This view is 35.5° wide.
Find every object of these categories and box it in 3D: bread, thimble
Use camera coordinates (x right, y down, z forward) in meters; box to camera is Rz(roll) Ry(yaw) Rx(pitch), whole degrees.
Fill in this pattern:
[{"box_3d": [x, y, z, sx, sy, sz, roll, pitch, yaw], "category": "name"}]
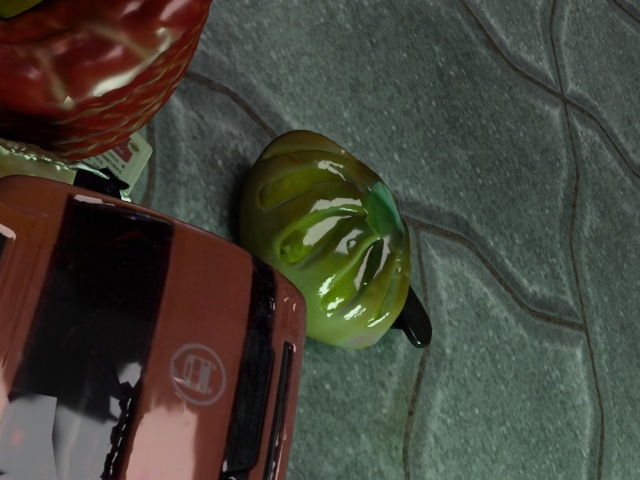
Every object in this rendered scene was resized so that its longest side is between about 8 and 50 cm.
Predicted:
[{"box_3d": [0.003, 0.013, 1.149, 0.260, 0.158, 0.156, 53, 43, -16], "category": "bread"}, {"box_3d": [-0.244, -0.240, 0.777, 0.350, 0.230, 0.349, 1, 86, -13], "category": "thimble"}]

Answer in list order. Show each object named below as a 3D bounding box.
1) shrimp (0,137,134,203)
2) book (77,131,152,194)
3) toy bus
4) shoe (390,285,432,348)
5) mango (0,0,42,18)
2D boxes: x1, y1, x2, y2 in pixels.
[{"box_3d": [-0.250, -0.019, 0.692, 0.445, 0.221, 0.109, 76, -8, -59], "category": "shrimp"}, {"box_3d": [-0.262, -0.065, 0.966, 0.162, 0.022, 0.231, 47, 42, -28], "category": "book"}, {"box_3d": [-0.218, 0.121, 0.603, 0.233, 0.427, 0.203, 33, 50, -34], "category": "toy bus"}, {"box_3d": [0.088, 0.073, 1.316, 0.071, 0.049, 0.179, 15, 42, -53], "category": "shoe"}, {"box_3d": [-0.294, -0.280, 0.949, 0.253, 0.113, 0.138, 42, 17, -26], "category": "mango"}]
